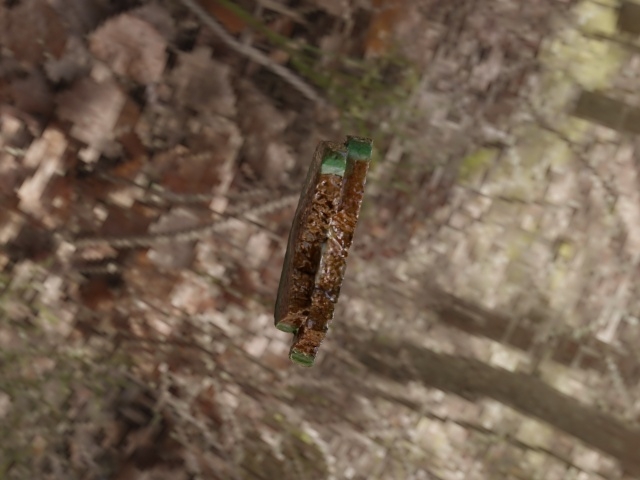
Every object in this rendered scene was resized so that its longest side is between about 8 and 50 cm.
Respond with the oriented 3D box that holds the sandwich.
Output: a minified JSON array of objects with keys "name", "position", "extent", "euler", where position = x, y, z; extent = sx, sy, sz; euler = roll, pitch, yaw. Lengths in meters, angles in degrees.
[{"name":"sandwich","position":[0.000,0.001,0.916],"extent":[0.029,0.067,0.135],"euler":[12,121,-4]}]
